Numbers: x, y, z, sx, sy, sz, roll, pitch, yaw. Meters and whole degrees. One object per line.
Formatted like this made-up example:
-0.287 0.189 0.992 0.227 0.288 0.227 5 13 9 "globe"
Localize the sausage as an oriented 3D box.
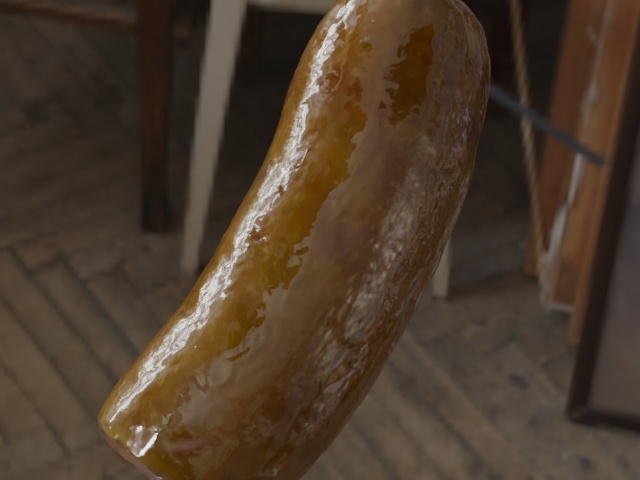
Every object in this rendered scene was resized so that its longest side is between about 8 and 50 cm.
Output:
0.000 -0.001 0.892 0.109 0.109 0.271 24 81 19 "sausage"
